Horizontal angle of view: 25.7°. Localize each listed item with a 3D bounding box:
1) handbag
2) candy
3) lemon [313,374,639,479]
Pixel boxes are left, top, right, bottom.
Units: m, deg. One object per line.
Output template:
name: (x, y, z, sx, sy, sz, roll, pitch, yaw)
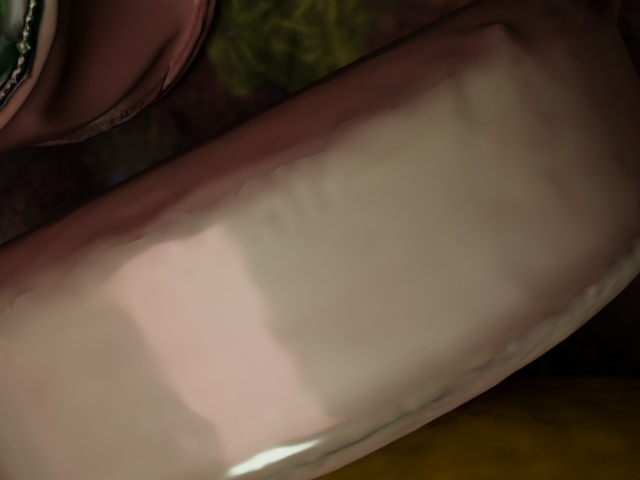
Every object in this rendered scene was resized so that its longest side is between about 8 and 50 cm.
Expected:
handbag: (-0.154, -0.113, 0.557, 0.205, 0.116, 0.179, -17, 99, 32)
candy: (0.000, 0.000, 0.453, 0.255, 0.255, 0.094, -24, 96, 31)
lemon: (0.093, 0.196, 0.434, 0.336, 0.336, 0.336, 9, 112, 23)
